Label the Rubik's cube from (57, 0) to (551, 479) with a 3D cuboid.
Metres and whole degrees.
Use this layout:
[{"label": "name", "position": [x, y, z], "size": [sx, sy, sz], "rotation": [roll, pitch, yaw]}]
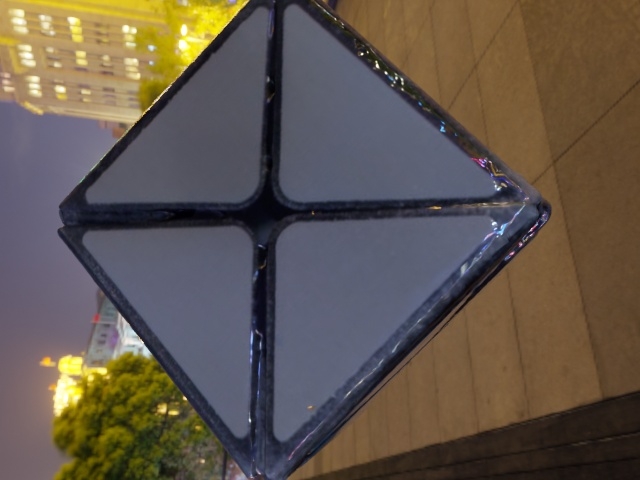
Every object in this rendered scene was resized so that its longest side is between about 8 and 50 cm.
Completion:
[{"label": "Rubik's cube", "position": [0.000, 0.000, 0.470], "size": [0.260, 0.255, 0.259], "rotation": [-45, -17, 8]}]
